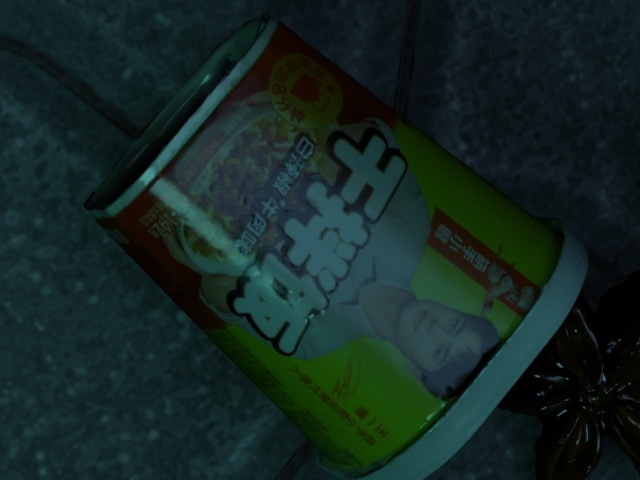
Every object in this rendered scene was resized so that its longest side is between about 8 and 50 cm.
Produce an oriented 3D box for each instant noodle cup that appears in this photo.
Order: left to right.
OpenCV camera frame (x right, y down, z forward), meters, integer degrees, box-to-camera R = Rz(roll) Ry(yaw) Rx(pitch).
[{"bbox_3d":[0.000,0.000,1.463,0.308,0.294,0.294,42,80,-11],"label":"instant noodle cup"}]

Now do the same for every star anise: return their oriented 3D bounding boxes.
[{"bbox_3d":[0.235,0.113,1.626,0.190,0.126,0.220,8,120,-21],"label":"star anise"}]
